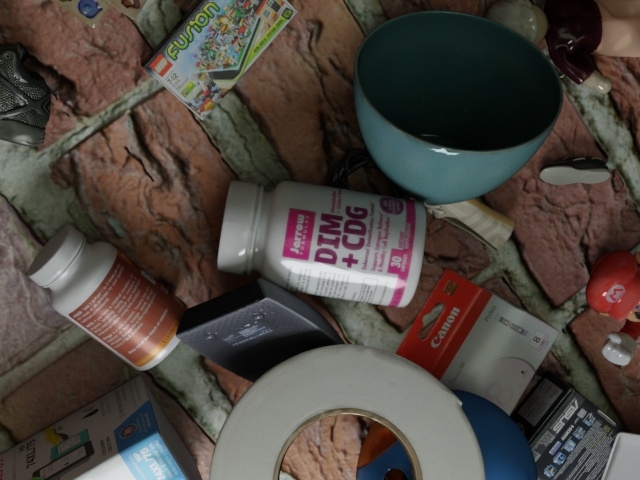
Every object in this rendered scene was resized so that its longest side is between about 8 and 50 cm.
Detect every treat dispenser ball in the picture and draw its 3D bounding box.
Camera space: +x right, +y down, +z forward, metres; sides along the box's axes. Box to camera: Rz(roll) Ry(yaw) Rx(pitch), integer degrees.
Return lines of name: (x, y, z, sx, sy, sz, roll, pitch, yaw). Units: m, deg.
treat dispenser ball: (0.200, 0.382, 1.465, 0.288, 0.288, 0.288, -5, 107, -17)

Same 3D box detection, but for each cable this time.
cable: (0.067, -0.053, 1.432, 0.151, 0.047, 0.184, -22, 107, -3)

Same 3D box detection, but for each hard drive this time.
hard drive: (-0.077, 0.141, 1.356, 0.172, 0.054, 0.255, -23, 144, 21)

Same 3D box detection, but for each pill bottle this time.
pill bottle: (-0.301, 0.079, 1.305, 0.121, 0.121, 0.216, -47, 114, 0)
pill bottle: (0.000, 0.000, 1.333, 0.283, 0.160, 0.160, 8, 103, -3)

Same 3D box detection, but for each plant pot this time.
plant pot: (0.180, -0.166, 1.333, 0.290, 0.290, 0.195, -10, 144, -15)

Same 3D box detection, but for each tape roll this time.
tape roll: (0.039, 0.341, 1.291, 0.392, 0.072, 0.392, 0, 79, 1)

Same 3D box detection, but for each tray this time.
tray: (0.612, 0.422, 1.657, 0.270, 0.030, 0.145, 13, 99, -23)

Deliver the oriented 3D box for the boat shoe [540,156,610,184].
boat shoe: (0.420, -0.120, 1.526, 0.125, 0.038, 0.046, -2, 148, -12)

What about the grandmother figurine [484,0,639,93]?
grandmother figurine: (0.420, -0.331, 1.436, 0.342, 0.104, 0.207, -2, 75, -14)

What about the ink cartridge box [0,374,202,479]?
ink cartridge box: (-0.325, 0.375, 1.342, 0.270, 0.198, 0.197, -30, 113, -8)

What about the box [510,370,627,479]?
box: (0.411, 0.481, 1.668, 0.318, 0.097, 0.395, 37, 91, -22)

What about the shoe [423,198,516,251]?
shoe: (0.221, -0.046, 1.462, 0.219, 0.076, 0.058, 25, 92, -25)

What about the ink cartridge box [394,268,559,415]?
ink cartridge box: (0.266, 0.181, 1.557, 0.232, 0.066, 0.189, 27, 96, -27)

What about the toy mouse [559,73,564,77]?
toy mouse: (0.301, -0.240, 1.455, 0.143, 0.031, 0.161, 36, 93, -24)

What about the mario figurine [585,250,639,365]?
mario figurine: (0.594, 0.122, 1.577, 0.321, 0.170, 0.198, 19, 65, -30)

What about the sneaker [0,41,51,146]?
sneaker: (-0.460, -0.210, 1.190, 0.228, 0.087, 0.130, 13, 100, -24)

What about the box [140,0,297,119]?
box: (-0.143, -0.285, 1.295, 0.114, 0.036, 0.207, 41, 91, -23)

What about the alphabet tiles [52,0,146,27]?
alphabet tiles: (-0.318, -0.410, 1.218, 0.237, 0.009, 0.198, 31, 94, -24)
